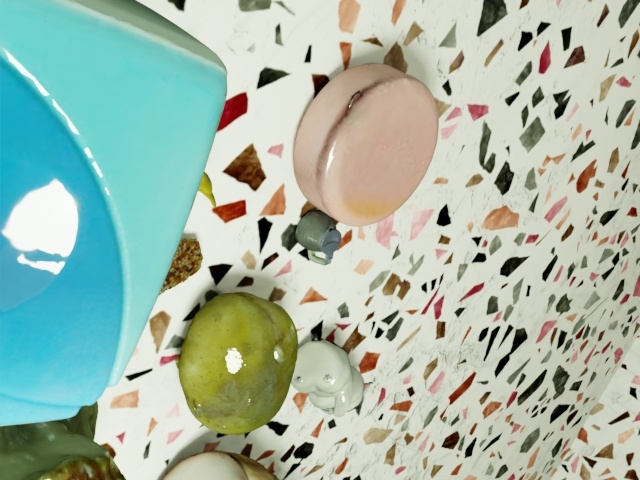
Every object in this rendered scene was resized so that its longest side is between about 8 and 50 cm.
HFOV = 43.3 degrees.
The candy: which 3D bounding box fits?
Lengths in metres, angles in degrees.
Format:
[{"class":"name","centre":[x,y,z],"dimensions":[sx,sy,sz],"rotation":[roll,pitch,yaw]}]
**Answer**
[{"class":"candy","centre":[0.070,-0.145,1.205],"dimensions":[0.255,0.094,0.255],"rotation":[-26,133,-31]}]

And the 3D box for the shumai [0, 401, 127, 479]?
[{"class":"shumai","centre":[-0.373,0.294,0.890],"dimensions":[0.324,0.323,0.398],"rotation":[26,93,-51]}]

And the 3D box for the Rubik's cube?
[{"class":"Rubik's cube","centre":[-0.328,-0.079,0.647],"dimensions":[0.351,0.347,0.352],"rotation":[6,113,-47]}]

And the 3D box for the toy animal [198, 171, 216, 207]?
[{"class":"toy animal","centre":[-0.184,-0.100,0.988],"dimensions":[0.155,0.095,0.219],"rotation":[69,33,-46]}]

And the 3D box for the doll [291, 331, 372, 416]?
[{"class":"doll","centre":[0.017,0.247,1.427],"dimensions":[0.181,0.110,0.107],"rotation":[61,31,-47]}]

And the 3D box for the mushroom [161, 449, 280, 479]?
[{"class":"mushroom","centre":[-0.141,0.526,1.419],"dimensions":[0.397,0.224,0.314],"rotation":[32,78,-58]}]

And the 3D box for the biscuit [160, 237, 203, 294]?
[{"class":"biscuit","centre":[-0.260,0.040,1.060],"dimensions":[0.236,0.026,0.131],"rotation":[-29,136,-27]}]

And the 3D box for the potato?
[{"class":"potato","centre":[-0.122,0.188,1.215],"dimensions":[0.197,0.148,0.228],"rotation":[11,112,-33]}]

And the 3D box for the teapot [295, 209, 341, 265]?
[{"class":"teapot","centre":[0.000,0.000,1.270],"dimensions":[0.066,0.057,0.088],"rotation":[-19,129,-35]}]
